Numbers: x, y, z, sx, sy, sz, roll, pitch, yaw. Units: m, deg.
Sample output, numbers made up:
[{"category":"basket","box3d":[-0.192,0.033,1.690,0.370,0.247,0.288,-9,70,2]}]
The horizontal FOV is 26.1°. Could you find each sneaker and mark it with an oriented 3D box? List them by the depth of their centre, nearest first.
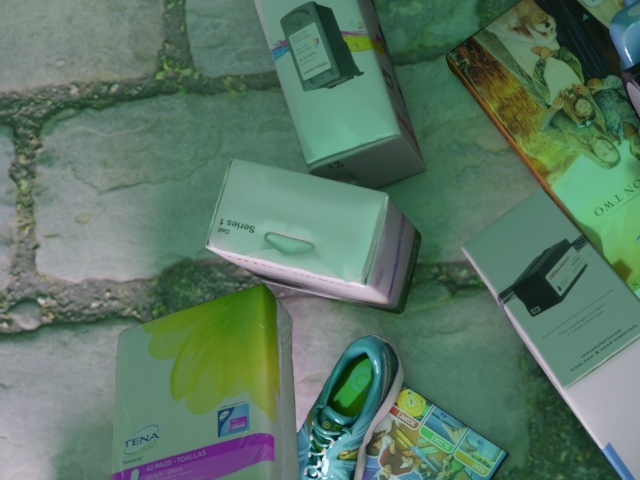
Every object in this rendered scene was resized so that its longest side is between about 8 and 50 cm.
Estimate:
[{"category":"sneaker","box3d":[0.010,0.239,1.712,0.107,0.110,0.275,22,85,17]}]

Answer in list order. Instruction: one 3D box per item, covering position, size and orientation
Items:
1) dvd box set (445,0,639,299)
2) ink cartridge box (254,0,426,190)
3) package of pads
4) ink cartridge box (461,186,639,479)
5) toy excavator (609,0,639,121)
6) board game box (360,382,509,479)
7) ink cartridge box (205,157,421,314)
[{"category":"dvd box set","box3d":[0.402,-0.162,1.761,0.308,0.062,0.420,-35,74,4]},{"category":"ink cartridge box","box3d":[0.020,-0.229,1.772,0.131,0.226,0.306,-20,77,9]},{"category":"package of pads","box3d":[-0.148,0.221,1.727,0.229,0.101,0.296,-18,51,20]},{"category":"ink cartridge box","box3d":[0.309,0.115,1.575,0.129,0.223,0.307,-36,33,5]},{"category":"toy excavator","box3d":[0.418,-0.264,1.647,0.222,0.445,0.433,-30,116,4]},{"category":"board game box","box3d":[0.118,0.270,1.757,0.201,0.035,0.136,34,88,16]},{"category":"ink cartridge box","box3d":[0.000,0.000,1.707,0.201,0.278,0.117,13,83,14]}]
